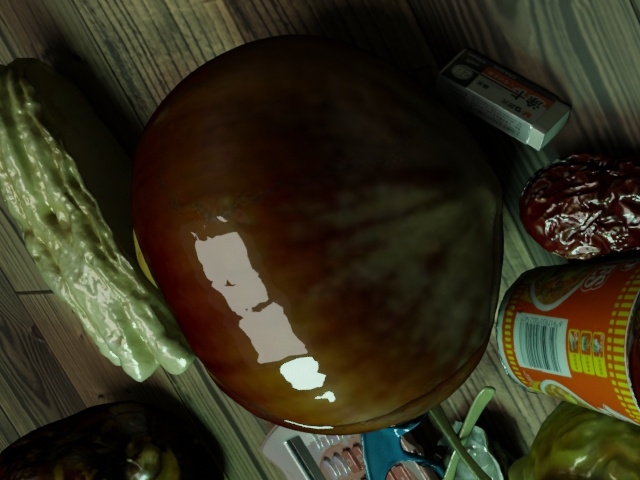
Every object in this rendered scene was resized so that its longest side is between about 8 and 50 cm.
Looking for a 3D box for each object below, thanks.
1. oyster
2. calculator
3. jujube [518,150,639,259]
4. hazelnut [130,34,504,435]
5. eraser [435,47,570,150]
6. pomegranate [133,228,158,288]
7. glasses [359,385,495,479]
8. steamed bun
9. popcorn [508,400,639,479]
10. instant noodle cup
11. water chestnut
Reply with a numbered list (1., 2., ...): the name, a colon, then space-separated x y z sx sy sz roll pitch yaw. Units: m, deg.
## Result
1. oyster: 0.203 0.324 2.001 0.252 0.087 0.199 60 156 -4
2. calculator: 0.049 0.290 2.132 0.220 0.048 0.330 59 148 0
3. jujube: 0.265 -0.029 1.586 0.166 0.104 0.104 2 126 43
4. hazelnut: 0.000 0.000 1.669 0.359 0.359 0.409 -18 110 52
5. eraser: 0.172 -0.134 1.615 0.122 0.052 0.029 32 143 20
6. pomegranate: -0.119 -0.008 1.927 0.191 0.191 0.191 27 141 25
7. glasses: 0.146 0.235 1.923 0.207 0.102 0.239 0 100 38
8. steamed bun: -0.289 -0.015 2.077 0.189 0.247 0.428 -33 89 24
9. popcorn: 0.302 0.274 1.742 0.276 0.225 0.276 -176 90 -67
10. instant noodle cup: 0.285 0.095 1.633 0.212 0.193 0.193 3 127 55
11. water chestnut: -0.309 0.394 2.399 0.335 0.335 0.347 46 153 1
